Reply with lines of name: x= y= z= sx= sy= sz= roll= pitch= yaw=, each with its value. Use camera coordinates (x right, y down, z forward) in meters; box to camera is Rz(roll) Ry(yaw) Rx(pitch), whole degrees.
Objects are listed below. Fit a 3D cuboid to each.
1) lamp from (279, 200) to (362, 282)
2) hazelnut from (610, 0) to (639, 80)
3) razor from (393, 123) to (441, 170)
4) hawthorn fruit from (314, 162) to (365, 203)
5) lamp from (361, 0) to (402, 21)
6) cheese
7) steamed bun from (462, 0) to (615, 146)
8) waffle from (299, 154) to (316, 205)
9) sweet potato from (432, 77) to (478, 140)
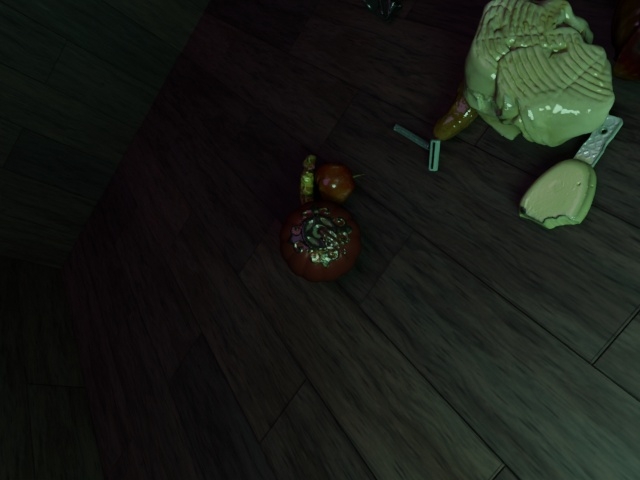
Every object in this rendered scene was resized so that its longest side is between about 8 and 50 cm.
lamp: x=0.000 y=0.000 z=1.259 sx=0.226 sy=0.226 sz=0.227 roll=-19 pitch=61 yaw=38
hazelnut: x=0.614 y=-0.396 z=0.862 sx=0.201 sy=0.170 sz=0.160 roll=-42 pitch=42 yaw=-10
razor: x=0.258 y=-0.268 z=1.250 sx=0.211 sy=0.035 sz=0.084 roll=-122 pitch=23 yaw=-50
hawthorn fruit: x=0.043 y=-0.173 z=1.358 sx=0.140 sy=0.125 sz=0.125 roll=-38 pitch=50 yaw=27
lamp: x=0.213 y=-0.792 z=1.462 sx=0.227 sy=0.147 sz=0.172 roll=-34 pitch=75 yaw=40
cheese: x=0.515 y=-0.136 z=0.938 sx=0.255 sy=0.050 sz=0.127 roll=-57 pitch=44 yaw=10
steamed bun: x=0.443 y=-0.330 z=0.973 sx=0.289 sy=0.203 sz=0.276 roll=20 pitch=80 yaw=13
waffle: x=-0.039 y=-0.176 z=1.420 sx=0.194 sy=0.051 sz=0.149 roll=-80 pitch=-10 yaw=-71
sweet potato: x=0.397 y=-0.386 z=1.122 sx=0.355 sy=0.095 sz=0.106 roll=-52 pitch=2 yaw=11
